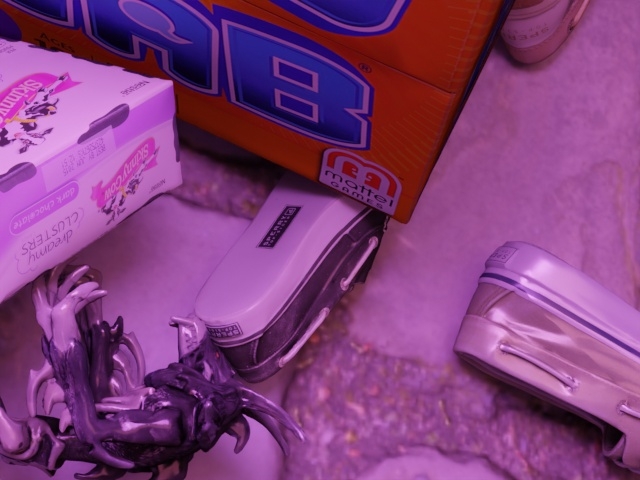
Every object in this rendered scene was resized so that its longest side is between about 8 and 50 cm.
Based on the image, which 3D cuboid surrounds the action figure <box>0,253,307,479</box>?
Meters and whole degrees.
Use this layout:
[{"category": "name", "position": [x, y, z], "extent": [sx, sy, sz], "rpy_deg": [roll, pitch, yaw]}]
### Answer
[{"category": "action figure", "position": [-0.149, 0.075, 0.768], "extent": [0.275, 0.164, 0.141], "rpy_deg": [0, 80, -14]}]

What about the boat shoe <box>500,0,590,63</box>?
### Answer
[{"category": "boat shoe", "position": [0.201, -0.275, 1.024], "extent": [0.109, 0.098, 0.302], "rpy_deg": [12, 65, 31]}]

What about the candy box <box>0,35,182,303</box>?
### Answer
[{"category": "candy box", "position": [-0.204, -0.051, 0.743], "extent": [0.196, 0.070, 0.165], "rpy_deg": [18, 36, 28]}]

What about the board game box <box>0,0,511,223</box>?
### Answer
[{"category": "board game box", "position": [-0.015, -0.293, 0.764], "extent": [0.356, 0.356, 0.357], "rpy_deg": [25, 68, 5]}]

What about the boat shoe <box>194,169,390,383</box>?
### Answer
[{"category": "boat shoe", "position": [0.000, 0.000, 0.891], "extent": [0.219, 0.077, 0.070], "rpy_deg": [-49, 129, -27]}]

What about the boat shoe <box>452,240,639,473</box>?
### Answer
[{"category": "boat shoe", "position": [0.230, 0.116, 0.930], "extent": [0.302, 0.109, 0.094], "rpy_deg": [32, 82, 1]}]
